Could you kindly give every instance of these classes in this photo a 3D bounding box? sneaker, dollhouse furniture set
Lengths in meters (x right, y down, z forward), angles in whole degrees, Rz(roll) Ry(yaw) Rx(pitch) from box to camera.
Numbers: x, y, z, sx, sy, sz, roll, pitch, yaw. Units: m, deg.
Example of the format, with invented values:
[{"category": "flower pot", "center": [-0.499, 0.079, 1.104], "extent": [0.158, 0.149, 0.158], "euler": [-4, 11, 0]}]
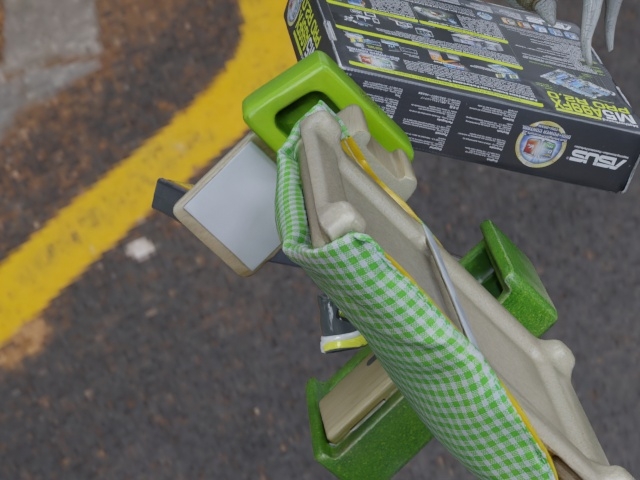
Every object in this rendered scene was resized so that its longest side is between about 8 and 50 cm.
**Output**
[{"category": "sneaker", "center": [0.021, 0.034, 0.855], "extent": [0.031, 0.035, 0.083], "euler": [-7, 12, 19]}, {"category": "dollhouse furniture set", "center": [0.014, 0.050, 0.784], "extent": [0.151, 0.197, 0.301], "euler": [-43, 17, 12]}]

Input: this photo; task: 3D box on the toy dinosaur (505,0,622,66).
[{"category": "toy dinosaur", "center": [0.129, -0.228, 0.682], "extent": [0.121, 0.313, 0.160], "euler": [-41, 76, -20]}]

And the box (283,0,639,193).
[{"category": "box", "center": [0.115, -0.141, 1.333], "extent": [0.270, 0.060, 0.216], "euler": [10, 31, -17]}]

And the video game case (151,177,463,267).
[{"category": "video game case", "center": [0.000, 0.000, 1.479], "extent": [0.248, 0.035, 0.275], "euler": [12, 6, -25]}]
